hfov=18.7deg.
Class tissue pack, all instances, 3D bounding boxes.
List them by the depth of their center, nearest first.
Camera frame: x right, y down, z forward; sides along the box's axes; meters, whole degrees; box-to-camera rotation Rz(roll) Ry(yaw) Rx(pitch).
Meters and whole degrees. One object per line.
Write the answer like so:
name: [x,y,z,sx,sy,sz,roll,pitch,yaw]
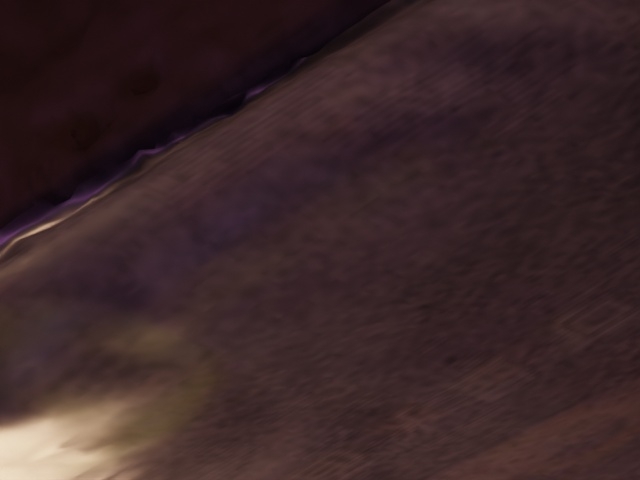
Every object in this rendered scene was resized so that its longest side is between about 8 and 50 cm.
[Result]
tissue pack: [0.021,0.011,0.545,0.394,0.288,0.124,29,-143,-55]
